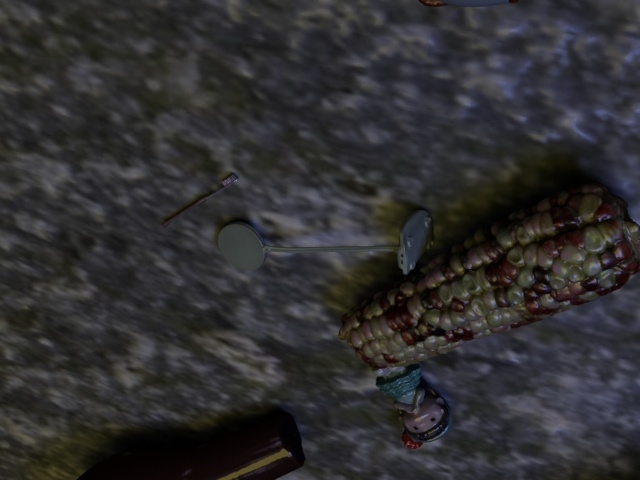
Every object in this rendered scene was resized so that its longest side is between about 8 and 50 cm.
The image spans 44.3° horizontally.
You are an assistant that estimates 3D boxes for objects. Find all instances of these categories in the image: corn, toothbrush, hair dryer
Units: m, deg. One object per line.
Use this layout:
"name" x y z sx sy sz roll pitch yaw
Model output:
"corn" 0.135 0.042 0.659 0.280 0.092 0.092 -30 111 29
"toothbrush" -0.112 -0.036 0.720 0.097 0.006 0.008 -30 109 28
"hair dryer" -0.112 0.354 0.930 0.313 0.123 0.340 -22 125 13

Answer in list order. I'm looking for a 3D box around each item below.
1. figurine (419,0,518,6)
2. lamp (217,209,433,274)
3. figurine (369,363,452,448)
"figurine" 0.084 -0.205 0.434 0.160 0.226 0.183 -16 117 23
"lamp" 0.000 0.000 0.707 0.198 0.056 0.050 2 124 25
"figurine" 0.085 0.155 0.769 0.060 0.047 0.106 -31 107 11
